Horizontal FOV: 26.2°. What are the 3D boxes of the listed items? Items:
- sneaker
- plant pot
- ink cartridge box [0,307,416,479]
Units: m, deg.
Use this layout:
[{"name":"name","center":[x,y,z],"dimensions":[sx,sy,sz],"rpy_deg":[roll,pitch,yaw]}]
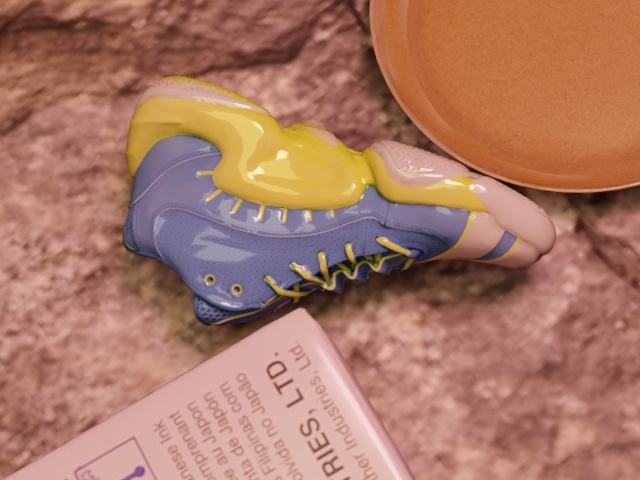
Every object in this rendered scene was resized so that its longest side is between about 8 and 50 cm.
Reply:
[{"name":"sneaker","center":[0.000,0.000,0.750],"dimensions":[0.240,0.091,0.126],"rpy_deg":[19,92,13]},{"name":"plant pot","center":[0.147,-0.132,0.796],"dimensions":[0.236,0.032,0.236],"rpy_deg":[-2,70,7]},{"name":"ink cartridge box","center":[-0.102,0.240,0.448],"dimensions":[0.395,0.151,0.270],"rpy_deg":[-29,68,-5]}]
